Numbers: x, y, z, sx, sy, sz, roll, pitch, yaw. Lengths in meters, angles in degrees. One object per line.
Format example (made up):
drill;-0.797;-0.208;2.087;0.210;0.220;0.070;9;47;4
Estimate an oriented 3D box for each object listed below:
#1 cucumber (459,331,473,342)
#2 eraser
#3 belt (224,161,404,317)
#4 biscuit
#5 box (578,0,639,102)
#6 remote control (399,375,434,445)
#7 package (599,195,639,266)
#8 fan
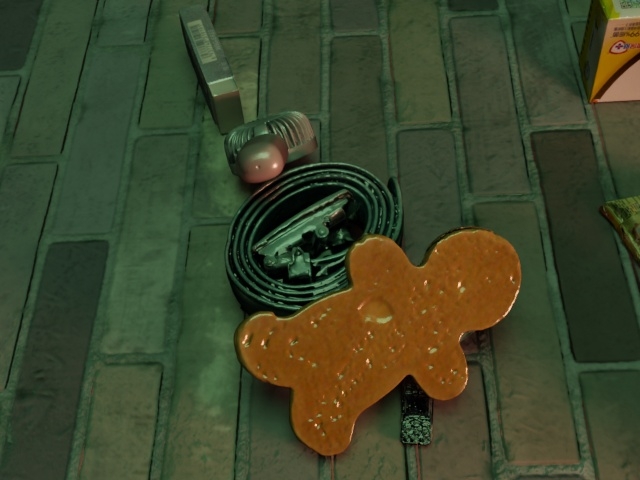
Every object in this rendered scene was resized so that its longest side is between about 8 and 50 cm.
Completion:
cucumber;0.099;0.120;1.091;0.250;0.056;0.056;-11;53;-1
eraser;-0.171;-0.271;1.380;0.046;0.092;0.212;-17;54;-9
belt;0.000;0.000;1.148;0.206;0.116;0.267;39;69;24
biscuit;0.084;0.101;1.041;0.339;0.047;0.216;-35;92;-5
box;0.530;-0.300;1.299;0.265;0.168;0.097;-1;52;2
remote control;0.116;0.200;1.055;0.039;0.014;0.096;2;55;8
package;0.455;-0.028;1.186;0.120;0.031;0.108;-20;54;-4
fan;-0.074;-0.121;1.200;0.130;0.074;0.244;-15;15;7
